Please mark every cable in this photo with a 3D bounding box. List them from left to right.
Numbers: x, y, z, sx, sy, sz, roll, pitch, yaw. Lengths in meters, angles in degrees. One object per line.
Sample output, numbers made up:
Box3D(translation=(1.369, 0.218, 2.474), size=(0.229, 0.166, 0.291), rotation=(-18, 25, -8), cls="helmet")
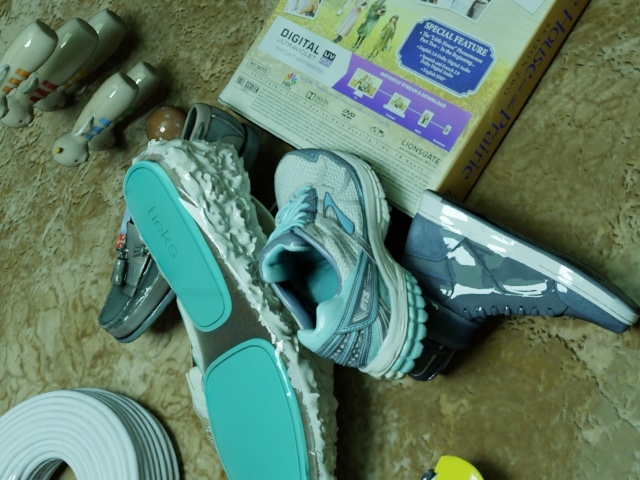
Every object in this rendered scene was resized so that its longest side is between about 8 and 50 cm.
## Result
Box3D(translation=(-0.271, 0.278, 1.258), size=(0.257, 0.089, 0.257), rotation=(21, 85, 34), cls="cable")

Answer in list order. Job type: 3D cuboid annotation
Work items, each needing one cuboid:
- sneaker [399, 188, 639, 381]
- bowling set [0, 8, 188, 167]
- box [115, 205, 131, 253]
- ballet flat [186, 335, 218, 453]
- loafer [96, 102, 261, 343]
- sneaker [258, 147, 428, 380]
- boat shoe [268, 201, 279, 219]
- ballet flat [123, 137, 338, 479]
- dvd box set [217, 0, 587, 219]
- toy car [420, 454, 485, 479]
Box3D(translation=(0.160, 0.072, 1.084), size=(0.226, 0.086, 0.163), rotation=(28, 97, 26), cls="sneaker")
Box3D(translation=(-0.262, -0.140, 1.354), size=(0.200, 0.287, 0.154), rotation=(45, 107, 0), cls="bowling set")
Box3D(translation=(-0.160, -0.024, 1.336), size=(0.137, 0.027, 0.094), rotation=(4, 74, 32), cls="box")
Box3D(translation=(-0.113, 0.121, 1.233), size=(0.073, 0.067, 0.206), rotation=(-21, 63, 26), cls="ballet flat")
Box3D(translation=(-0.168, -0.023, 1.261), size=(0.267, 0.084, 0.096), rotation=(-58, 34, -3), cls="loafer")
Box3D(translation=(0.000, 0.000, 1.096), size=(0.110, 0.122, 0.283), rotation=(-58, 37, 27), cls="sneaker")
Box3D(translation=(-0.042, -0.013, 1.252), size=(0.133, 0.049, 0.042), rotation=(-37, 64, 17), cls="boat shoe")
Box3D(translation=(-0.056, 0.080, 1.158), size=(0.147, 0.147, 0.409), rotation=(-24, 84, 22), cls="ballet flat")
Box3D(translation=(0.112, -0.254, 1.236), size=(0.307, 0.062, 0.420), rotation=(32, 91, 35), cls="dvd box set")
Box3D(translation=(0.084, 0.335, 1.051), size=(0.239, 0.053, 0.225), rotation=(-35, 59, 17), cls="toy car")
